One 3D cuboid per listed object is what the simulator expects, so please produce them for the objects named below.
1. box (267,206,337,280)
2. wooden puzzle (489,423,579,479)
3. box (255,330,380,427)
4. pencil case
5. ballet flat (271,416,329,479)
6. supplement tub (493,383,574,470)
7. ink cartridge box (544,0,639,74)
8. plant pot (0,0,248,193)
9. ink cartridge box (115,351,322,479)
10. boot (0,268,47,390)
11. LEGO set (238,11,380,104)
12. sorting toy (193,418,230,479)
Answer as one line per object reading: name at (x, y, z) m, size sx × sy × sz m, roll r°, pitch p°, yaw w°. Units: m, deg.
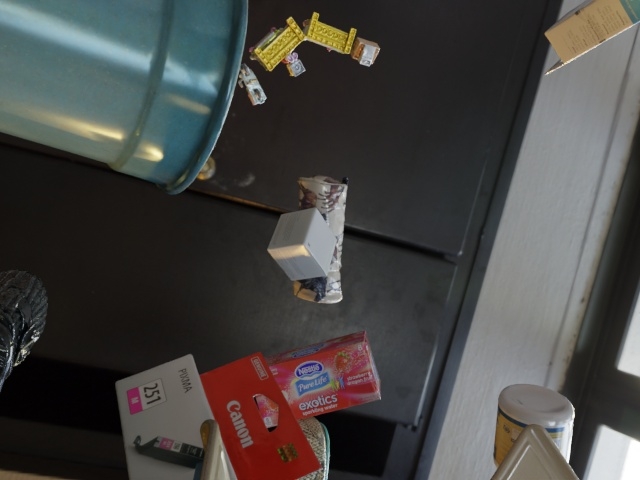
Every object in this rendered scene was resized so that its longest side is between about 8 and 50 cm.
box at (-0.034, 0.008, 1.006) m, size 0.087 × 0.101 × 0.102 m, roll -11°, pitch 133°, yaw 29°
wooden puzzle at (0.341, 0.462, 0.830) m, size 0.220 × 0.239 × 0.044 m, roll 56°, pitch 153°, yaw -6°
box at (-0.009, 0.295, 1.091) m, size 0.257 × 0.128 × 0.122 m, roll -16°, pitch 179°, yaw 7°
pencil case at (0.000, 0.000, 1.594) m, size 0.160 × 0.409 × 0.183 m, roll 6°, pitch -169°, yaw 16°
ballet flat at (-0.058, 0.670, 1.197) m, size 0.182 × 0.482 × 0.164 m, roll -3°, pitch 175°, yaw -31°
supplement tub at (0.437, 0.417, 1.049) m, size 0.145 × 0.199 × 0.144 m, roll 1°, pitch -168°, yaw 0°
ink cartridge box at (0.410, -0.328, 0.745) m, size 0.060 × 0.104 × 0.180 m, roll 54°, pitch 149°, yaw -8°
plant pot at (-0.315, -0.255, 0.625) m, size 0.334 × 0.340 × 0.341 m, roll 9°, pitch -175°, yaw -35°
ink cartridge box at (-0.162, 0.271, 0.751) m, size 0.239 × 0.060 × 0.275 m, roll -19°, pitch -147°, yaw -18°
boot at (-0.610, 0.238, 0.897) m, size 0.131 × 0.347 × 0.260 m, roll 30°, pitch -175°, yaw -23°
LEGO set at (-0.035, -0.375, 0.993) m, size 0.287 × 0.132 × 0.107 m, roll -24°, pitch -153°, yaw -13°
sorting toy at (-0.096, 0.373, 0.511) m, size 0.041 × 0.307 × 0.229 m, roll -10°, pitch -166°, yaw -8°
